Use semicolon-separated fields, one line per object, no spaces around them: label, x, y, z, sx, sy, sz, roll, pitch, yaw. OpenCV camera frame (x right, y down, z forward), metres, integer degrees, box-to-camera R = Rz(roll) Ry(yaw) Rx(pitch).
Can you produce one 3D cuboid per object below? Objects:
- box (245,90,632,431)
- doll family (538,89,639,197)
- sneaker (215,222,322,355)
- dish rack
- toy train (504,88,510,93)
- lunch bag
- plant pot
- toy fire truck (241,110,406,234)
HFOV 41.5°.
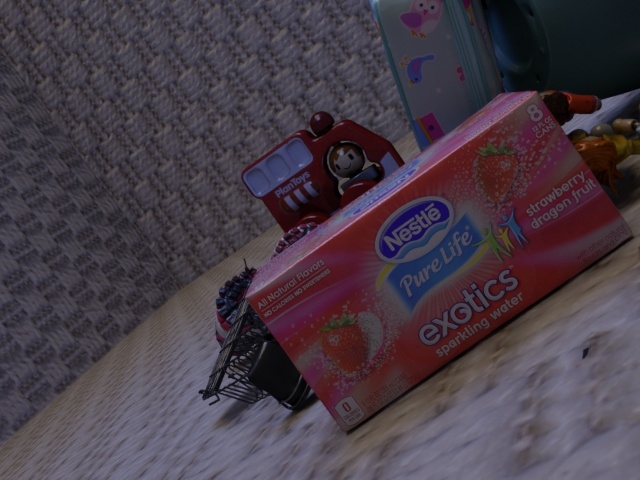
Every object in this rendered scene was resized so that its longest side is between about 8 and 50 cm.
box;0.097;0.011;0.766;0.300;0.154;0.142;-35;6;5
doll family;0.316;-0.112;0.818;0.263;0.118;0.163;-15;7;18
sneaker;-0.056;0.072;1.367;0.299;0.121;0.112;-31;-28;-33
dish rack;-0.060;0.104;1.014;0.271;0.074;0.208;-38;27;62
toy train;0.377;-0.284;1.820;0.105;0.080;0.184;-46;10;-27
lunch bag;0.147;-0.208;0.969;0.108;0.224;0.279;-17;17;18
plant pot;0.326;-0.307;1.059;0.235;0.293;0.293;-26;4;-11
toy fire truck;0.015;-0.121;1.735;0.302;0.254;0.169;-34;7;22
